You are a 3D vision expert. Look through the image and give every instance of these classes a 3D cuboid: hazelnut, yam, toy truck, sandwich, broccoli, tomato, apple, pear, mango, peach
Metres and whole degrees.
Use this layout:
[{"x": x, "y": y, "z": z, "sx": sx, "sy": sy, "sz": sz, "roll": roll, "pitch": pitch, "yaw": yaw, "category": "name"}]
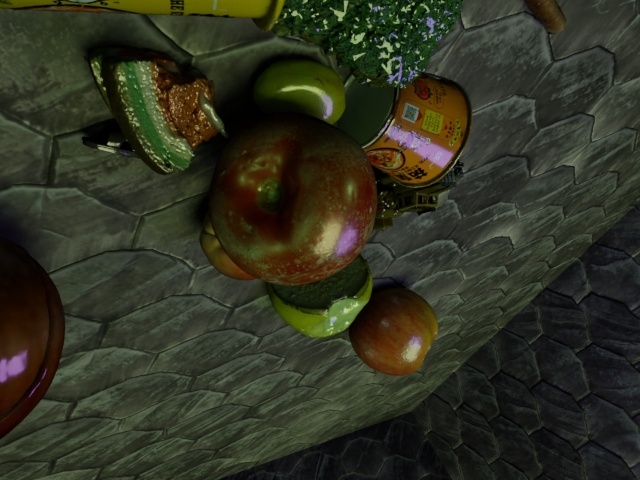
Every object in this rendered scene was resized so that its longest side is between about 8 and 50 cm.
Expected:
[{"x": -0.561, "y": 0.135, "z": 0.703, "sx": 0.409, "sy": 0.359, "sz": 0.359, "roll": -10, "pitch": 143, "yaw": -45, "category": "hazelnut"}, {"x": 0.404, "y": -0.459, "z": 0.982, "sx": 0.264, "sy": 0.046, "sz": 0.046, "roll": 12, "pitch": 128, "yaw": -50, "category": "yam"}, {"x": 0.178, "y": -0.106, "z": 1.124, "sx": 0.127, "sy": 0.127, "sz": 0.257, "roll": -2, "pitch": 167, "yaw": -38, "category": "toy truck"}, {"x": -0.214, "y": -0.197, "z": 0.736, "sx": 0.160, "sy": 0.109, "sz": 0.184, "roll": -39, "pitch": 130, "yaw": -22, "category": "sandwich"}, {"x": 0.048, "y": -0.338, "z": 0.670, "sx": 0.308, "sy": 0.307, "sz": 0.275, "roll": -17, "pitch": 170, "yaw": -23, "category": "broccoli"}, {"x": -0.037, "y": -0.064, "z": 0.839, "sx": 0.270, "sy": 0.270, "sz": 0.223, "roll": -41, "pitch": 163, "yaw": 15, "category": "tomato"}, {"x": 0.245, "y": 0.305, "z": 1.701, "sx": 0.302, "sy": 0.301, "sz": 0.301, "roll": -22, "pitch": 147, "yaw": -15, "category": "apple"}, {"x": 0.004, "y": 0.173, "z": 1.417, "sx": 0.292, "sy": 0.159, "sz": 0.292, "roll": -23, "pitch": 151, "yaw": -14, "category": "pear"}, {"x": -0.027, "y": -0.241, "z": 0.868, "sx": 0.163, "sy": 0.089, "sz": 0.117, "roll": 12, "pitch": 134, "yaw": -47, "category": "mango"}, {"x": -0.139, "y": -0.011, "z": 1.021, "sx": 0.184, "sy": 0.184, "sz": 0.184, "roll": -22, "pitch": 147, "yaw": -15, "category": "peach"}]

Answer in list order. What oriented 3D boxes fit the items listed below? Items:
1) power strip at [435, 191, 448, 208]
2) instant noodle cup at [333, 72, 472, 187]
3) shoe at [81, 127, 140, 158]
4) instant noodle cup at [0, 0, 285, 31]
[{"x": 0.258, "y": -0.156, "z": 1.271, "sx": 0.078, "sy": 0.052, "sz": 0.272, "roll": -31, "pitch": 149, "yaw": 0, "category": "power strip"}, {"x": 0.137, "y": -0.218, "z": 0.949, "sx": 0.172, "sy": 0.215, "sz": 0.215, "roll": 13, "pitch": 128, "yaw": -37, "category": "instant noodle cup"}, {"x": -0.282, "y": -0.153, "z": 0.808, "sx": 0.159, "sy": 0.062, "sz": 0.053, "roll": 11, "pitch": 103, "yaw": -42, "category": "shoe"}, {"x": -0.179, "y": -0.333, "z": 0.427, "sx": 0.254, "sy": 0.325, "sz": 0.325, "roll": -11, "pitch": 144, "yaw": -15, "category": "instant noodle cup"}]
